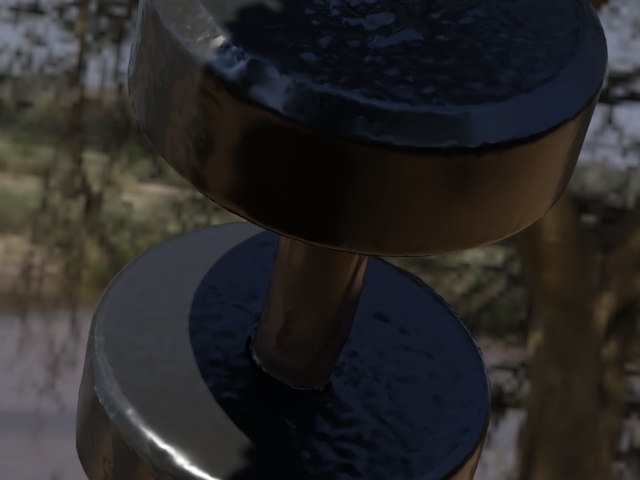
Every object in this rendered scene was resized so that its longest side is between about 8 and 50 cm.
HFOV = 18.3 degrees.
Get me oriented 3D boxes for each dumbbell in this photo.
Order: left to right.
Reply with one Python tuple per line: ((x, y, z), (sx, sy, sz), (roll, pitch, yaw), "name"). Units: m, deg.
((0.000, 0.000, 0.688), (0.152, 0.218, 0.152), (8, 40, -7), "dumbbell")
